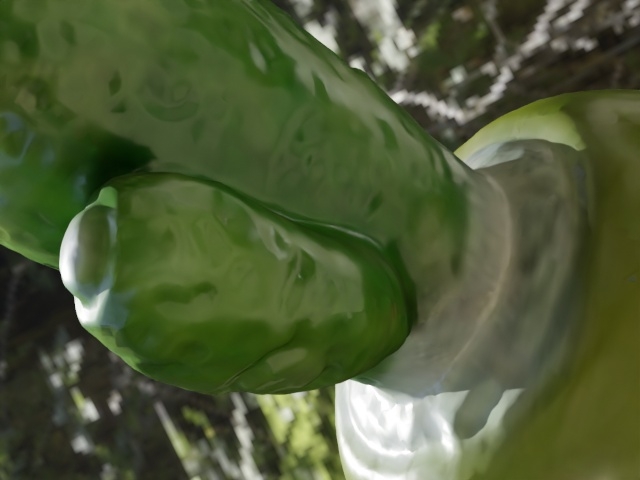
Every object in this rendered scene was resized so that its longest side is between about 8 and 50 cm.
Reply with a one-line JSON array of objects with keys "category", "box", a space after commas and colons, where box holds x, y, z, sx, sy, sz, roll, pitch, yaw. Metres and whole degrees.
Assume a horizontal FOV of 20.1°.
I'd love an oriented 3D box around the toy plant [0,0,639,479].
[{"category": "toy plant", "box": [0.000, 0.000, 0.559, 0.316, 0.184, 0.224, 26, -162, -24]}]
